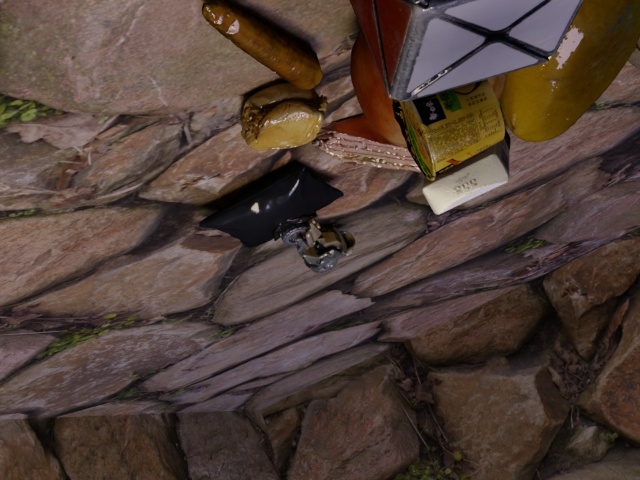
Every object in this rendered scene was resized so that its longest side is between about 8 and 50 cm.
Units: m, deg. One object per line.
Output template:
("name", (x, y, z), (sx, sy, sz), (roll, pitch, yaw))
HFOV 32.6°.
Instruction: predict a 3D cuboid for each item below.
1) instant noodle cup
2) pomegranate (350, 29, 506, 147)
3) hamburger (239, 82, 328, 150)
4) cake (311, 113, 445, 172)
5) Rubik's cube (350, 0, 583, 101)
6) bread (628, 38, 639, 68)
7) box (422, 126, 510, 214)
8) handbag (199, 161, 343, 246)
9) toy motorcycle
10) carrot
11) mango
("instant noodle cup", (0.180, -0.173, 1.540), (0.122, 0.151, 0.151), (-24, 162, -4))
("pomegranate", (0.171, -0.245, 1.710), (0.229, 0.270, 0.252), (-5, 166, -24))
("hamburger", (-0.063, -0.212, 1.877), (0.147, 0.083, 0.138), (-11, 164, -18))
("cake", (0.127, -0.203, 2.097), (0.287, 0.135, 0.098), (2, 165, 0))
("Rubik's cube", (0.181, -0.362, 1.416), (0.260, 0.259, 0.255), (-14, 162, -9))
("bread", (0.678, -0.354, 2.063), (0.183, 0.102, 0.337), (2, 171, 43))
("box", (0.297, -0.154, 2.203), (0.168, 0.071, 0.259), (-26, -165, 20))
("handbag", (-0.095, -0.064, 2.257), (0.254, 0.089, 0.211), (-28, 157, 16))
("toy motorcycle", (0.000, 0.000, 2.539), (0.130, 0.094, 0.229), (-28, 147, 11))
("carrot", (-0.084, -0.300, 1.647), (0.066, 0.066, 0.314), (-26, 157, 21))
("mango", (0.391, -0.314, 1.736), (0.253, 0.182, 0.365), (-17, 133, -35))
